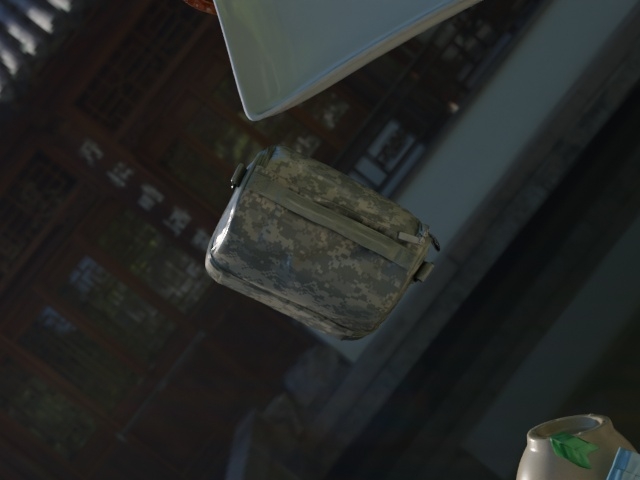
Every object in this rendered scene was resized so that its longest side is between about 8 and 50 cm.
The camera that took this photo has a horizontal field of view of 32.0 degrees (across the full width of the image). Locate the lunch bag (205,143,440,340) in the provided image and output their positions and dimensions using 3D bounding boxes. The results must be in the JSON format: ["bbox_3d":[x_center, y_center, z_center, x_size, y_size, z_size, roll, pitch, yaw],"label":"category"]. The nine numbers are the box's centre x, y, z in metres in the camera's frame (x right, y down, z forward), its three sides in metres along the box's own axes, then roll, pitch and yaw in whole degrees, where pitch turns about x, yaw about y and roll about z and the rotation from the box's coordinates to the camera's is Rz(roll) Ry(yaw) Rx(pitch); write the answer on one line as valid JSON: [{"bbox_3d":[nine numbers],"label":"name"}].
[{"bbox_3d":[0.000,0.000,1.640,0.213,0.305,0.256,-64,3,-14],"label":"lunch bag"}]

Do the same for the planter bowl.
[{"bbox_3d":[0.294,0.263,1.273,0.162,0.109,0.162,-14,3,1],"label":"planter bowl"}]

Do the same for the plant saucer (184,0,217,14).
[{"bbox_3d":[-0.120,-0.279,1.259,0.083,0.083,0.013,135,149,-71],"label":"plant saucer"}]

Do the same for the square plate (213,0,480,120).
[{"bbox_3d":[0.051,-0.294,1.116,0.344,0.049,0.347,-28,46,10],"label":"square plate"}]

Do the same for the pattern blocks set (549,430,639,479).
[{"bbox_3d":[0.234,0.355,1.128,0.026,0.285,0.325,17,93,51],"label":"pattern blocks set"}]
